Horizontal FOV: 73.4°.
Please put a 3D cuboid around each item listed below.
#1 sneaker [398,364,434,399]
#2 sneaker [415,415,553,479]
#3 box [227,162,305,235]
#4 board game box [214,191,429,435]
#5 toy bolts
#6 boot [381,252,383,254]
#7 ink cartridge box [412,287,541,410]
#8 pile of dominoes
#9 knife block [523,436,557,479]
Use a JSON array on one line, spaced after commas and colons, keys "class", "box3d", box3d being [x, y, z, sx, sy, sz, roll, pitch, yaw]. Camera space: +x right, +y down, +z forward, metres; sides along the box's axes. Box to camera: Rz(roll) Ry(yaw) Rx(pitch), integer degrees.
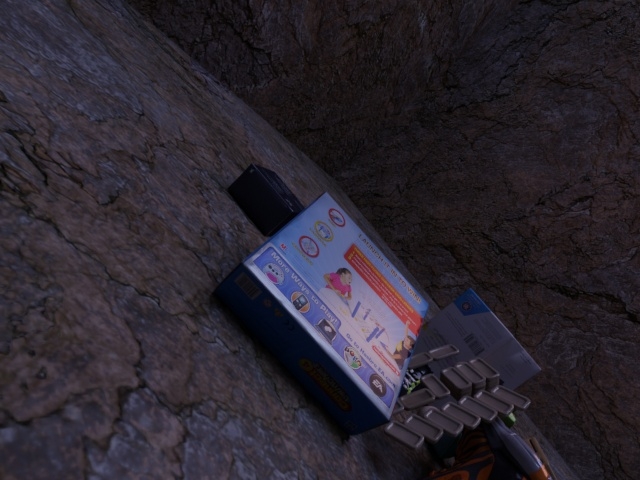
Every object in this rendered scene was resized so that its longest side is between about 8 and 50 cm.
[{"class": "sneaker", "box3d": [0.189, 0.293, 0.933, 0.084, 0.097, 0.234, 53, 12, 25]}, {"class": "sneaker", "box3d": [0.229, 0.363, 0.686, 0.125, 0.180, 0.321, 61, 1, 13]}, {"class": "box", "box3d": [-0.126, -0.098, 1.081, 0.156, 0.093, 0.158, 50, 11, 8]}, {"class": "board game box", "box3d": [0.028, 0.100, 0.735, 0.308, 0.086, 0.302, 48, 35, -3]}, {"class": "toy bolts", "box3d": [0.301, 0.398, 0.941, 0.158, 0.218, 0.228, 38, 40, 23]}, {"class": "boot", "box3d": [0.199, 0.154, 1.318, 0.203, 0.095, 0.262, 13, 57, -72]}, {"class": "ink cartridge box", "box3d": [0.385, 0.315, 1.150, 0.197, 0.270, 0.198, 42, 13, -33]}, {"class": "pile of dominoes", "box3d": [0.191, 0.267, 0.728, 0.196, 0.250, 0.040, -140, -139, -63]}, {"class": "knife block", "box3d": [0.420, 0.514, 0.730, 0.241, 0.276, 0.088, 19, 8, 8]}]
